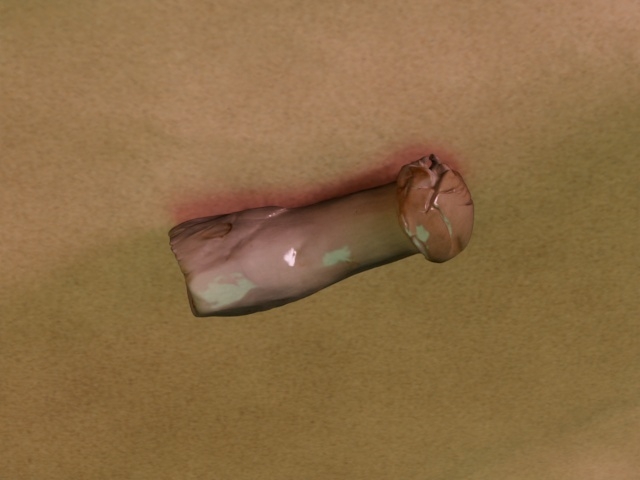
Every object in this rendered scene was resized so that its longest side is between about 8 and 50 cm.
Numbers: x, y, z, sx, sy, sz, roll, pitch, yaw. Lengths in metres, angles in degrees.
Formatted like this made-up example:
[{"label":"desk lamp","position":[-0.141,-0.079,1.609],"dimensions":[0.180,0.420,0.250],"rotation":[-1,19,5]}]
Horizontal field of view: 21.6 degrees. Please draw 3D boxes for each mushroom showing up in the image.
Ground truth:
[{"label":"mushroom","position":[0.002,0.001,1.208],"dimensions":[0.223,0.081,0.092],"rotation":[-13,161,9]}]
